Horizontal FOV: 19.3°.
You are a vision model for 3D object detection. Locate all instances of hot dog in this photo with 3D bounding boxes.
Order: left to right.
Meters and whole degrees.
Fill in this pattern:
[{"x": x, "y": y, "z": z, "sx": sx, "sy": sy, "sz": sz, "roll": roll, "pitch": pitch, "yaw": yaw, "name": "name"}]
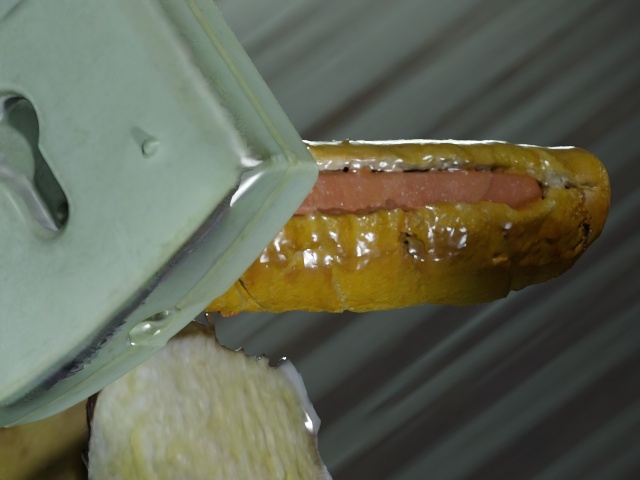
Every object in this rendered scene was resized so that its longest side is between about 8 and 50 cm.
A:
[{"x": -0.002, "y": -0.002, "z": 0.766, "sx": 0.088, "sy": 0.286, "sz": 0.061, "roll": -51, "pitch": -130, "yaw": 54, "name": "hot dog"}]

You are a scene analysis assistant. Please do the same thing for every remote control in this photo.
[{"x": -0.093, "y": -0.075, "z": 0.442, "sx": 0.038, "sy": 0.098, "sz": 0.233, "roll": 2, "pitch": 51, "yaw": -58, "name": "remote control"}]

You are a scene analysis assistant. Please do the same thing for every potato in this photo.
[{"x": -0.146, "y": 0.176, "z": 1.020, "sx": 0.301, "sy": 0.237, "sz": 0.289, "roll": 32, "pitch": 50, "yaw": -61, "name": "potato"}]
